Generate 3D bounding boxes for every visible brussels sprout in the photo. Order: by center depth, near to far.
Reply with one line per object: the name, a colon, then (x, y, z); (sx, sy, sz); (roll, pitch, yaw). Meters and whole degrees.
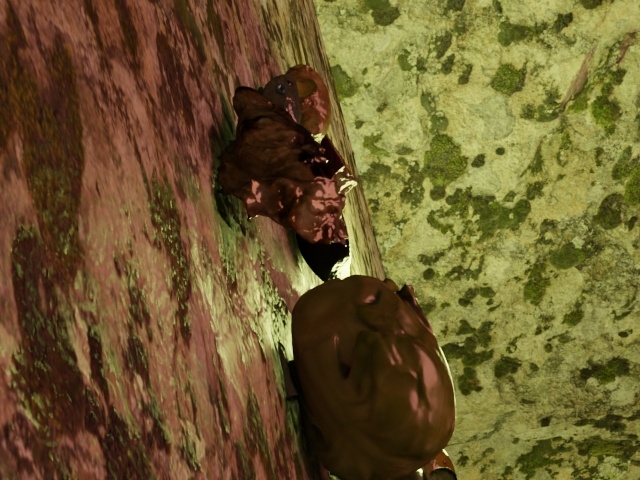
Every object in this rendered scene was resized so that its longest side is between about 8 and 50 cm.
brussels sprout: (0.079, 0.219, 1.738); (0.328, 0.247, 0.328); (63, 0, 1)

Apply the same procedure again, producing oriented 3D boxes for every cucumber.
cucumber: (0.193, 0.386, 1.824); (0.105, 0.048, 0.048); (71, 8, -76)

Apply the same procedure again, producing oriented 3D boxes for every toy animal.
toy animal: (-0.076, -0.191, 1.988); (0.079, 0.070, 0.252); (32, 46, -28)

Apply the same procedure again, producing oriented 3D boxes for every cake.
cake: (-0.006, -0.207, 2.408); (0.116, 0.113, 0.295); (69, 5, -62)

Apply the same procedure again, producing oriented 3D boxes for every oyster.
oyster: (-0.056, -0.101, 1.590); (0.198, 0.133, 0.337); (42, 9, -29)

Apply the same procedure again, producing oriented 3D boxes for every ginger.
ginger: (-0.030, -0.268, 2.289); (0.157, 0.102, 0.216); (78, 2, -59)

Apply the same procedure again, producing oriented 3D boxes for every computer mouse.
computer mouse: (0.000, 0.000, 2.106); (0.269, 0.086, 0.137); (86, -12, -73)

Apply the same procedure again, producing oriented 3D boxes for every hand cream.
hand cream: (-0.050, 0.192, 1.656); (0.030, 0.019, 0.093); (62, 10, -60)

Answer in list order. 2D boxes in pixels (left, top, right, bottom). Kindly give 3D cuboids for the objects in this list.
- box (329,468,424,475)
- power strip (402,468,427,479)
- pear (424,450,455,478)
box: (0.086, 0.300, 1.972); (0.067, 0.155, 0.242); (-51, -150, 37)
power strip: (0.122, 0.535, 1.809); (0.357, 0.162, 0.357); (-14, 90, -84)
pear: (0.151, 0.429, 2.068); (0.197, 0.197, 0.197); (-13, 90, -83)
